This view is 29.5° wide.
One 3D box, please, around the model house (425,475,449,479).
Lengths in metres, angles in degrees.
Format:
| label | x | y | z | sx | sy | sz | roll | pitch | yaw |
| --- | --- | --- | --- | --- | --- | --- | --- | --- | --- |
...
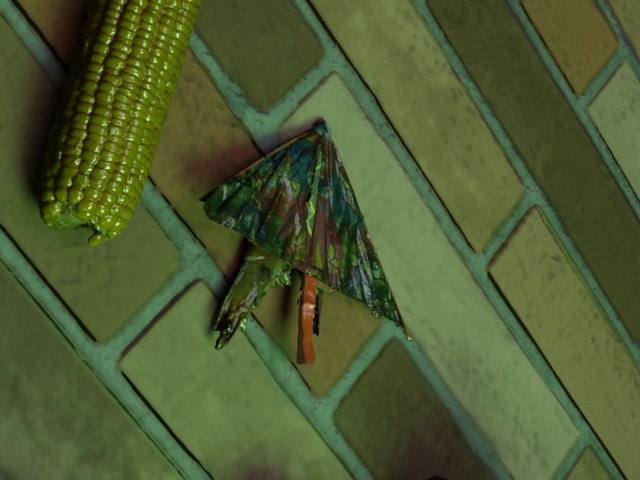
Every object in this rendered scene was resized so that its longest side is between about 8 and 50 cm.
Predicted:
| label | x | y | z | sx | sy | sz | roll | pitch | yaw |
| --- | --- | --- | --- | --- | --- | --- | --- | --- | --- |
| model house | 0.094 | 0.321 | 0.817 | 0.196 | 0.160 | 0.254 | 52 | 58 | -22 |

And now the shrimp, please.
| label | x | y | z | sx | sy | sz | roll | pitch | yaw |
| --- | --- | --- | --- | --- | --- | --- | --- | --- | --- |
| shrimp | -0.031 | 0.045 | 0.838 | 0.083 | 0.023 | 0.114 | 50 | 52 | -26 |

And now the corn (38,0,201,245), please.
| label | x | y | z | sx | sy | sz | roll | pitch | yaw |
| --- | --- | --- | --- | --- | --- | --- | --- | --- | --- |
| corn | -0.124 | -0.098 | 0.753 | 0.068 | 0.068 | 0.207 | 25 | 72 | -34 |

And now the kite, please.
| label | x | y | z | sx | sy | sz | roll | pitch | yaw |
| --- | --- | --- | --- | --- | --- | --- | --- | --- | --- |
| kite | 0.000 | 0.000 | 0.861 | 0.232 | 0.009 | 0.189 | 28 | 58 | -42 |
